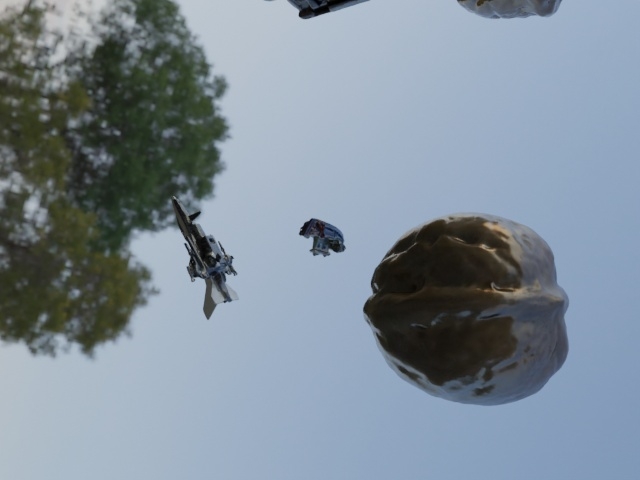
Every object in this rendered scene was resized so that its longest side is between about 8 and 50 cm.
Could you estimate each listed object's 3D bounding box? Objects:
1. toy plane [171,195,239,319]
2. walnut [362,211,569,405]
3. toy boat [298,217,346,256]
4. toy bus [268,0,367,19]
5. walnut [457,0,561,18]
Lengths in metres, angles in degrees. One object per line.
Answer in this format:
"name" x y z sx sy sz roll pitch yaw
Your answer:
"toy plane" -0.203 0.020 1.760 0.082 0.160 0.234 -19 -95 24
"walnut" 0.160 0.073 1.064 0.224 0.224 0.224 -41 -139 49
"toy boat" 0.000 0.000 0.992 0.038 0.083 0.038 -5 -104 21
"toy bus" -0.070 -0.524 1.333 0.209 0.440 0.249 -6 -118 43
"walnut" 0.247 -0.375 1.270 0.213 0.213 0.213 -41 -139 49
